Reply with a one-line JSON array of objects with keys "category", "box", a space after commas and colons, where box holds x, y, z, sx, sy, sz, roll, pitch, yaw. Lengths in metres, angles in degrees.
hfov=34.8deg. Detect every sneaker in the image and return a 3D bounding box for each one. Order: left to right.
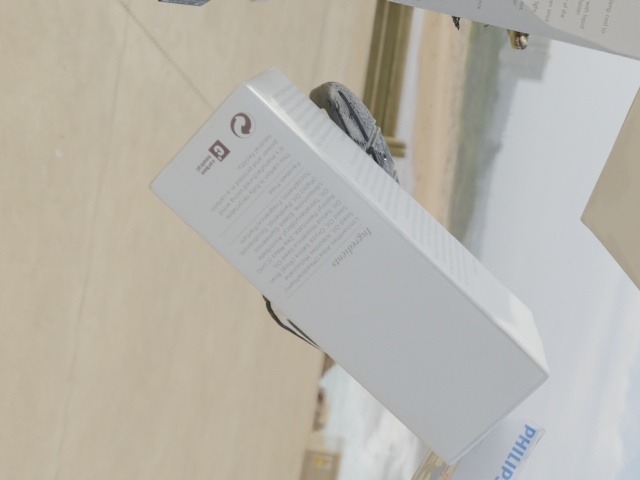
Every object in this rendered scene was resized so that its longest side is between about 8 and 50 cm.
[{"category": "sneaker", "box": [0.000, 0.001, 1.506, 0.169, 0.258, 0.447, -68, 140, -60]}]

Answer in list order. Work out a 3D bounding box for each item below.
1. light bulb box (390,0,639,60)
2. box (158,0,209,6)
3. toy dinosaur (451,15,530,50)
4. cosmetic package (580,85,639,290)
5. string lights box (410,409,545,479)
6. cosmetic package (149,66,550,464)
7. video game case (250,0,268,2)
[{"category": "light bulb box", "box": [0.320, -0.417, 1.300, 0.358, 0.361, 0.225, -52, 154, -52]}, {"category": "box", "box": [-0.150, -0.309, 1.240, 0.083, 0.067, 0.018, -14, 83, -57]}, {"category": "toy dinosaur", "box": [0.264, -0.426, 1.708, 0.064, 0.118, 0.268, -1, 71, -76]}, {"category": "cosmetic package", "box": [0.375, 0.037, 0.735, 0.365, 0.197, 0.155, -117, -149, -44]}, {"category": "string lights box", "box": [0.191, 0.299, 1.330, 0.133, 0.077, 0.259, -56, 176, -20]}, {"category": "cosmetic package", "box": [0.042, 0.017, 1.181, 0.161, 0.453, 0.230, -46, -175, 14]}, {"category": "video game case", "box": [-0.028, -0.394, 1.188, 0.285, 0.025, 0.204, 14, -71, 64]}]
